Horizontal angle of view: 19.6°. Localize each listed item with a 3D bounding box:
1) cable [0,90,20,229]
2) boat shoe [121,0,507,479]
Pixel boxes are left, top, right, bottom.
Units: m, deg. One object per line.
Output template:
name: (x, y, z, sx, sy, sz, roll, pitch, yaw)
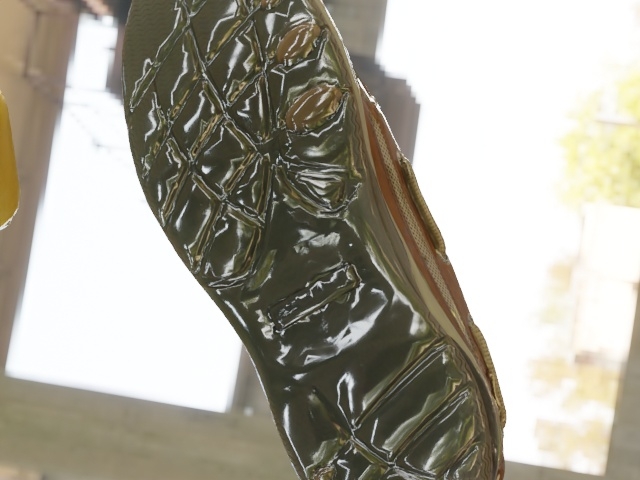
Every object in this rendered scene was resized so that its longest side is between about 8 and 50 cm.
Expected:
cable: (-0.123, -0.068, 0.482, 0.139, 0.072, 0.287, -16, -38, -34)
boat shoe: (0.000, 0.000, 0.925, 0.324, 0.122, 0.120, 69, -164, 13)
